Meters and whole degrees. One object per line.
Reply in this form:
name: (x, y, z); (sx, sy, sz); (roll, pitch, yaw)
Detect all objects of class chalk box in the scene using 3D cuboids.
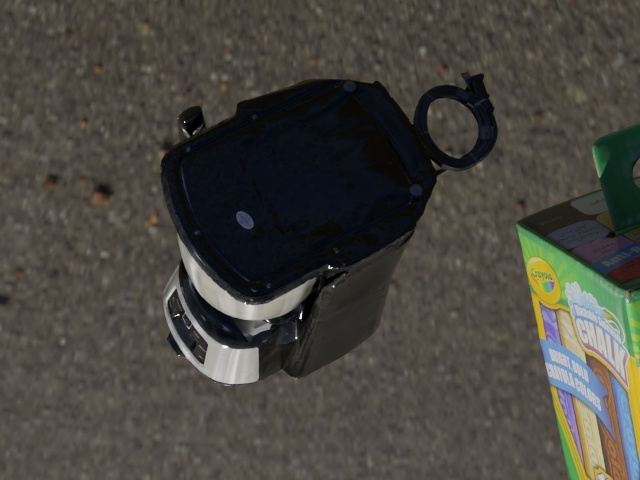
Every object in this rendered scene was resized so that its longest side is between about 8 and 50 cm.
chalk box: (0.264, 0.054, 1.179); (0.180, 0.179, 0.289); (-19, 112, -12)

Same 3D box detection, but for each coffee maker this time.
coffee maker: (0.000, 0.000, 0.895); (0.171, 0.120, 0.178); (-5, 160, -7)
